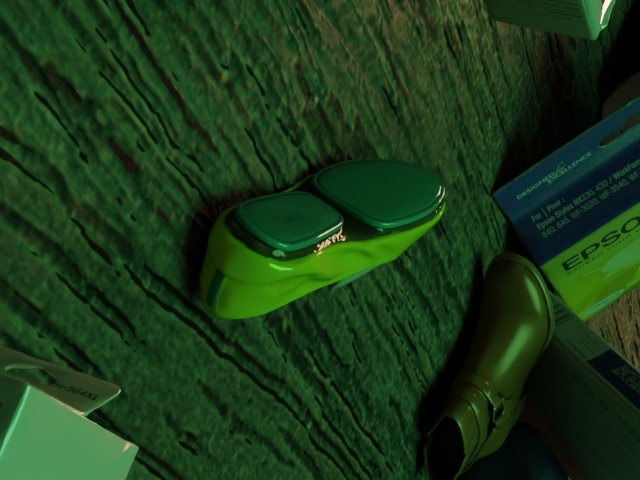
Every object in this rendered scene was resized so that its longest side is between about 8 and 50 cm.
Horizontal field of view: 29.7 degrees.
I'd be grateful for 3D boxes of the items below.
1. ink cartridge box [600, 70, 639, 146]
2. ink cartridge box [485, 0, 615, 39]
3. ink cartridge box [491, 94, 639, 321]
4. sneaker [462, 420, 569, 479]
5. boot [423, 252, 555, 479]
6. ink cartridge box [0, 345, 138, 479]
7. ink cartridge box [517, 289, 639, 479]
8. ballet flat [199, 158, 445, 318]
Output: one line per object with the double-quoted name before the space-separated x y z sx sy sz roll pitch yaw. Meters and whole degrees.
"ink cartridge box" 0.368 -0.111 1.463 0.232 0.066 0.189 -80 163 -44
"ink cartridge box" 0.149 -0.248 0.778 0.148 0.086 0.203 -66 153 -16
"ink cartridge box" 0.347 -0.056 1.220 0.303 0.072 0.307 -34 155 9
"sneaker" 0.158 0.287 1.133 0.330 0.129 0.147 -64 143 -47
"boot" 0.151 0.123 1.114 0.152 0.073 0.197 -33 129 -48
"ink cartridge box" -0.151 0.109 0.496 0.143 0.092 0.090 -69 152 -17
"ink cartridge box" 0.264 0.180 1.209 0.045 0.223 0.224 -24 133 -18
"ballet flat" 0.000 0.000 0.773 0.231 0.077 0.077 -20 141 -56
